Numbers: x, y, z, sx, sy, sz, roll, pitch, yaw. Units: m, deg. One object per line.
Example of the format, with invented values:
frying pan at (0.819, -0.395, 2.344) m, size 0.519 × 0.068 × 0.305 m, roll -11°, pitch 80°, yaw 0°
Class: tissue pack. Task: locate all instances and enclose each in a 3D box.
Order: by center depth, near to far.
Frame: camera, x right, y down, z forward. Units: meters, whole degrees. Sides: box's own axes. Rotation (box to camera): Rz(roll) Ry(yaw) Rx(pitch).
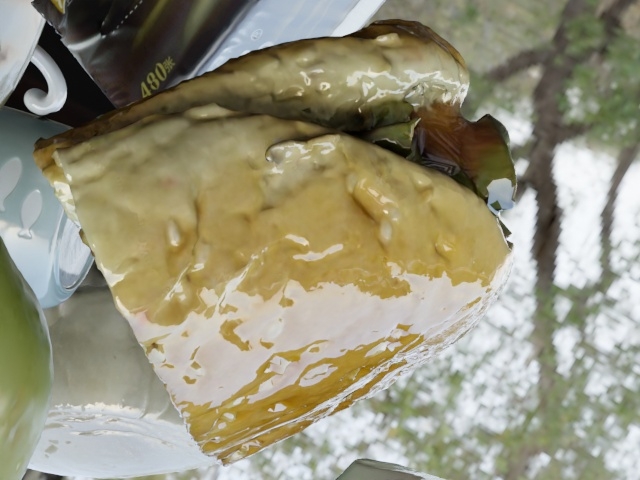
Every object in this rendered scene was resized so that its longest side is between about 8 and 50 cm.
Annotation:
tissue pack at (-0.045, -0.266, 1.244) m, size 0.210 × 0.370 × 0.198 m, roll 50°, pitch -163°, yaw 29°

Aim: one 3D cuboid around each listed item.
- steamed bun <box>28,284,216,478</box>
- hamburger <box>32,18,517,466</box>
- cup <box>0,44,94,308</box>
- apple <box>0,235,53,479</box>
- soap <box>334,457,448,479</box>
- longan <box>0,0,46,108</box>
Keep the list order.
steamed bun at (-0.310, 0.193, 1.966) m, size 0.383 × 0.247 × 0.236 m, roll -2°, pitch 147°, yaw 19°
hamburger at (0.001, -0.003, 0.708) m, size 0.330 × 0.209 × 0.162 m, roll 63°, pitch -178°, yaw -75°
cup at (-0.419, -0.097, 1.803) m, size 0.274 × 0.356 × 0.259 m, roll 16°, pitch -163°, yaw 6°
apple at (-0.316, 0.010, 0.650) m, size 0.360 × 0.311 × 0.320 m, roll -15°, pitch -150°, yaw 6°
soap at (-0.003, 0.302, 0.772) m, size 0.208 × 0.347 × 0.115 m, roll 51°, pitch 161°, yaw -12°
longan at (-0.433, -0.263, 1.410) m, size 0.361 × 0.361 × 0.361 m, roll 25°, pitch -163°, yaw -8°
